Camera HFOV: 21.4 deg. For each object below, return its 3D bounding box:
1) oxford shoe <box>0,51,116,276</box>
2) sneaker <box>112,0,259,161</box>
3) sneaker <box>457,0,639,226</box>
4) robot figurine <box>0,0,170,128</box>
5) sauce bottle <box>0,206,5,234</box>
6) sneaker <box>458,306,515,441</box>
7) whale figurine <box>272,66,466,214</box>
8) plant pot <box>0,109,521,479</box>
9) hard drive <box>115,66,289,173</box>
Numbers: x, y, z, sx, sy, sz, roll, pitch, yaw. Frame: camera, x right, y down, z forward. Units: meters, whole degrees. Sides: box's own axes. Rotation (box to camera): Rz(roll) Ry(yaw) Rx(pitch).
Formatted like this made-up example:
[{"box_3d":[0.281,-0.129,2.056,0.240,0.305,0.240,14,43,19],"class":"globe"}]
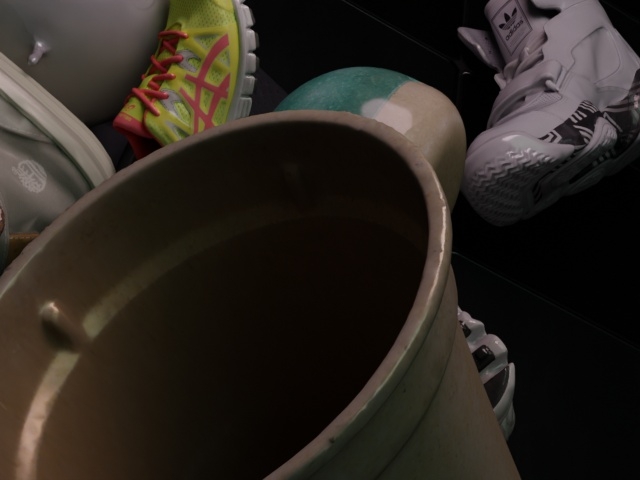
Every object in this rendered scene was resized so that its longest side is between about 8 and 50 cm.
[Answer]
[{"box_3d":[-0.345,-0.126,1.156,0.449,0.169,0.130,39,60,-8],"class":"oxford shoe"},{"box_3d":[-0.101,-0.102,1.202,0.094,0.081,0.209,-2,95,-29],"class":"sneaker"},{"box_3d":[0.200,-0.148,1.626,0.210,0.137,0.366,53,36,11],"class":"sneaker"},{"box_3d":[-0.209,-0.228,1.307,0.300,0.199,0.353,51,24,-50],"class":"robot figurine"},{"box_3d":[-0.252,0.016,1.122,0.042,0.128,0.042,24,44,-25],"class":"sauce bottle"},{"box_3d":[0.063,0.056,1.379,0.292,0.110,0.118,57,4,31],"class":"sneaker"},{"box_3d":[0.000,0.000,1.242,0.141,0.272,0.216,26,12,15],"class":"whale figurine"},{"box_3d":[-0.016,0.143,1.050,0.305,0.333,0.334,57,30,-37],"class":"plant pot"},{"box_3d":[-0.085,-0.033,1.319,0.172,0.054,0.255,42,45,-25],"class":"hard drive"}]
